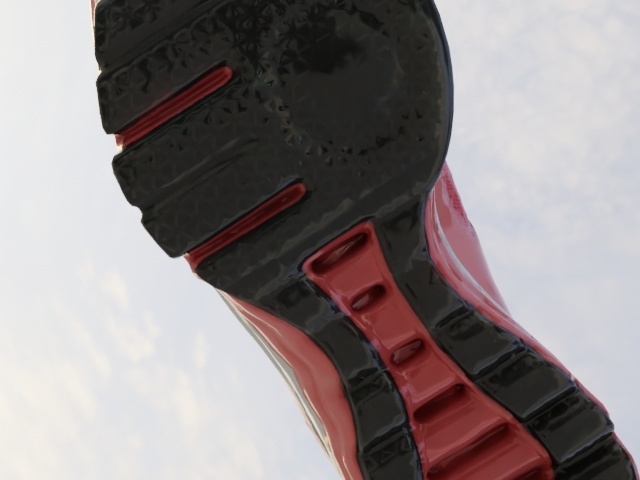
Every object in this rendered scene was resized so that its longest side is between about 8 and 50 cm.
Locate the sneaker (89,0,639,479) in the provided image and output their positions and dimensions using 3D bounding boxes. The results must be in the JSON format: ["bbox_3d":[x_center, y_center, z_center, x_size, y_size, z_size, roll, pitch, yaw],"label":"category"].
[{"bbox_3d":[0.000,0.001,0.477,0.313,0.116,0.136,64,-9,-13],"label":"sneaker"}]
